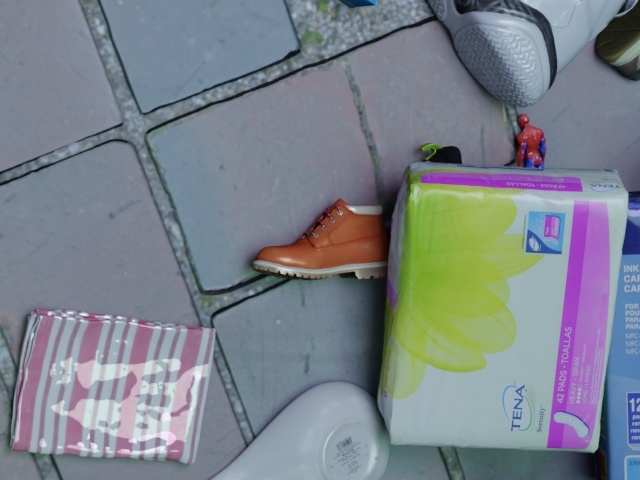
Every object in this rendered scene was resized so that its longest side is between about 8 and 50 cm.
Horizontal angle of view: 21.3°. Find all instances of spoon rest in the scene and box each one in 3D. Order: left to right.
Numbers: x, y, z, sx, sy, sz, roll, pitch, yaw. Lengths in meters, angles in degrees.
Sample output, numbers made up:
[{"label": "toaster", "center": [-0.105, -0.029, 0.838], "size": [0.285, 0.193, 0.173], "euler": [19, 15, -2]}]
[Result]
[{"label": "spoon rest", "center": [-0.040, 0.241, 1.743], "size": [0.276, 0.084, 0.137], "euler": [-26, 106, -32]}]

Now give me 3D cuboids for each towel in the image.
[{"label": "towel", "center": [-0.203, 0.147, 1.683], "size": [0.197, 0.029, 0.144], "euler": [8, 93, -23]}]

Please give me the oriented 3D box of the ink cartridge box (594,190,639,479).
[{"label": "ink cartridge box", "center": [0.425, 0.082, 1.826], "size": [0.270, 0.151, 0.395], "euler": [-3, 95, 1]}]

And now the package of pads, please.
[{"label": "package of pads", "center": [0.178, 0.070, 1.723], "size": [0.229, 0.101, 0.296], "euler": [3, 110, -1]}]

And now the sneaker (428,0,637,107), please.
[{"label": "sneaker", "center": [0.193, -0.337, 1.743], "size": [0.210, 0.137, 0.365], "euler": [-36, 112, -16]}]

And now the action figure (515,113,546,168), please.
[{"label": "action figure", "center": [0.231, -0.080, 1.837], "size": [0.038, 0.030, 0.115], "euler": [-13, 95, -26]}]

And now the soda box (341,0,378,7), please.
[{"label": "soda box", "center": [-0.019, -0.319, 1.691], "size": [0.210, 0.067, 0.071], "euler": [33, 82, -21]}]

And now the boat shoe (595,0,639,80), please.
[{"label": "boat shoe", "center": [0.404, -0.257, 1.838], "size": [0.223, 0.080, 0.073], "euler": [-38, 131, 17]}]

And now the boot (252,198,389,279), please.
[{"label": "boot", "center": [0.000, 0.000, 1.740], "size": [0.158, 0.059, 0.084], "euler": [-4, 94, -30]}]

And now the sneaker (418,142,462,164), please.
[{"label": "sneaker", "center": [0.193, -0.022, 1.797], "size": [0.235, 0.084, 0.097], "euler": [34, 81, -21]}]
